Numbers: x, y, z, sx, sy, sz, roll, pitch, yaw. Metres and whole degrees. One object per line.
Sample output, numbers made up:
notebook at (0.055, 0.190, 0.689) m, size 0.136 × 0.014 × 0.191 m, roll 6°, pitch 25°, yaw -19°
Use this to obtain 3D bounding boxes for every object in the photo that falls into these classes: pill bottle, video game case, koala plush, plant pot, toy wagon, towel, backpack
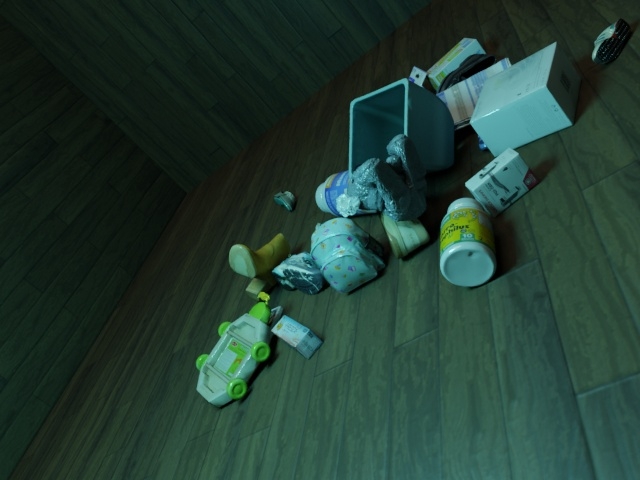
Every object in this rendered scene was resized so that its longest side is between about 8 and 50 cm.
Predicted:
pill bottle at (0.099, -0.155, 1.968) m, size 0.152 × 0.152 × 0.272 m, roll -53°, pitch 24°, yaw -22°
video game case at (-0.204, 0.301, 1.848) m, size 0.173 × 0.022 × 0.190 m, roll -29°, pitch 25°, yaw 35°
koala plush at (0.149, -0.134, 1.567) m, size 0.196 × 0.203 × 0.221 m, roll -42°, pitch 19°, yaw -34°
plant pot at (0.258, -0.299, 1.768) m, size 0.248 × 0.252 × 0.247 m, roll -8°, pitch 79°, yaw 53°
toy wagon at (-0.233, 0.312, 1.752) m, size 0.344 × 0.068 × 0.267 m, roll -57°, pitch 29°, yaw -12°
towel at (0.479, -0.447, 1.864) m, size 0.285 × 0.034 × 0.209 m, roll -24°, pitch 45°, yaw 22°
pill bottle at (0.326, -0.004, 1.333) m, size 0.118 × 0.117 × 0.208 m, roll -31°, pitch 25°, yaw 30°
backpack at (0.065, 0.038, 1.624) m, size 0.166 × 0.188 × 0.144 m, roll -31°, pitch 25°, yaw 29°

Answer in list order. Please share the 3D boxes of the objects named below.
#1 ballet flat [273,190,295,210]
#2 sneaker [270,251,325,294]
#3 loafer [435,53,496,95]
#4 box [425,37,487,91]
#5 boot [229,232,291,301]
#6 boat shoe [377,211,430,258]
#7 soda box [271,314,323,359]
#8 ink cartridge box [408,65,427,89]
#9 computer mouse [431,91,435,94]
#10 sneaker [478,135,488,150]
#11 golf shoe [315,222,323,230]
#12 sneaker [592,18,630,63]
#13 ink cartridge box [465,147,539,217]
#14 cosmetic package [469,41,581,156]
ballet flat at (-0.145, -0.178, 2.559) m, size 0.068 × 0.072 × 0.213 m, roll -38°, pitch 21°, yaw -8°
sneaker at (-0.056, 0.085, 1.868) m, size 0.122 × 0.110 × 0.283 m, roll -48°, pitch 22°, yaw -19°
loafer at (0.496, -0.542, 2.045) m, size 0.095 × 0.109 × 0.302 m, roll 0°, pitch 46°, yaw 54°
box at (0.499, -0.633, 2.199) m, size 0.203 × 0.103 × 0.114 m, roll -41°, pitch 22°, yaw 7°
boot at (-0.189, 0.046, 1.974) m, size 0.104 × 0.295 × 0.211 m, roll 20°, pitch 57°, yaw 23°
boat shoe at (0.218, -0.073, 1.669) m, size 0.110 × 0.121 × 0.341 m, roll -23°, pitch 35°, yaw 6°
soda box at (-0.066, 0.260, 1.627) m, size 0.063 × 0.058 × 0.183 m, roll -49°, pitch 23°, yaw -12°
ink cartridge box at (0.350, -0.554, 2.304) m, size 0.206 × 0.045 × 0.208 m, roll -102°, pitch 36°, yaw -66°
computer mouse at (0.308, -0.362, 2.007) m, size 0.188 × 0.072 × 0.272 m, roll 110°, pitch 178°, yaw -50°
sneaker at (0.476, -0.313, 1.714) m, size 0.053 × 0.059 × 0.144 m, roll -21°, pitch 32°, yaw 41°
golf shoe at (0.000, 0.000, 1.982) m, size 0.086 × 0.069 × 0.176 m, roll -48°, pitch 20°, yaw 8°
sneaker at (0.764, -0.520, 1.607) m, size 0.161 × 0.057 × 0.075 m, roll -53°, pitch 6°, yaw -18°
ink cartridge box at (0.429, -0.136, 1.417) m, size 0.135 × 0.099 × 0.056 m, roll -41°, pitch 23°, yaw 11°
cosmetic package at (0.546, -0.373, 1.597) m, size 0.225 × 0.138 × 0.224 m, roll -24°, pitch 29°, yaw 44°
